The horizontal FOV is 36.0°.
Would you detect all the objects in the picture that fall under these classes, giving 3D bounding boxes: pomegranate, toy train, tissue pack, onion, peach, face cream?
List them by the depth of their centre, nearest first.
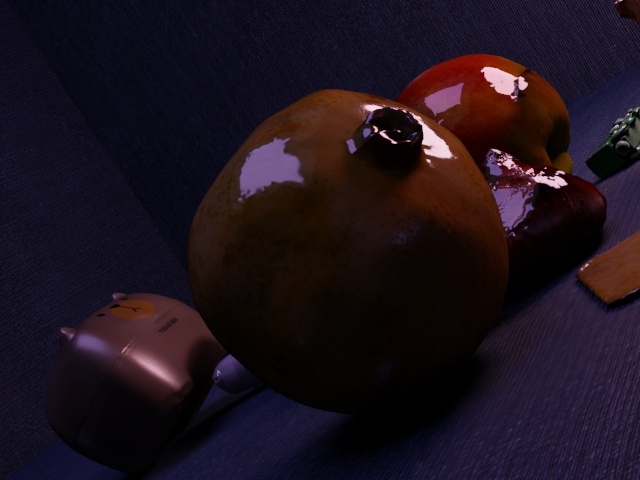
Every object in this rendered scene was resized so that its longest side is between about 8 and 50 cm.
[{"bbox_3d":[0.033,0.000,1.236,0.416,0.417,0.416,-33,4,2],"label":"pomegranate"},{"bbox_3d":[0.281,-0.043,1.465,0.272,0.195,0.272,-23,3,1],"label":"onion"},{"bbox_3d":[0.263,-0.152,1.767,0.370,0.370,0.370,-33,4,2],"label":"peach"},{"bbox_3d":[0.568,-0.185,1.848,0.104,0.071,0.178,-44,-2,37],"label":"toy train"},{"bbox_3d":[-0.052,0.193,1.918,0.345,0.102,0.102,-31,4,17],"label":"face cream"},{"bbox_3d":[-0.370,0.264,1.952,0.267,0.277,0.387,-65,-7,18],"label":"tissue pack"}]

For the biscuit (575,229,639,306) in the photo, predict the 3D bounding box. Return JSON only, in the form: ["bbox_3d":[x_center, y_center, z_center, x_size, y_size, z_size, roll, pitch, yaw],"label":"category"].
[{"bbox_3d":[0.418,-0.003,1.171,0.232,0.013,0.237,-33,5,8],"label":"biscuit"}]

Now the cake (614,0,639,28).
[{"bbox_3d":[0.706,-0.380,1.559,0.314,0.293,0.307,-37,10,-5],"label":"cake"}]
